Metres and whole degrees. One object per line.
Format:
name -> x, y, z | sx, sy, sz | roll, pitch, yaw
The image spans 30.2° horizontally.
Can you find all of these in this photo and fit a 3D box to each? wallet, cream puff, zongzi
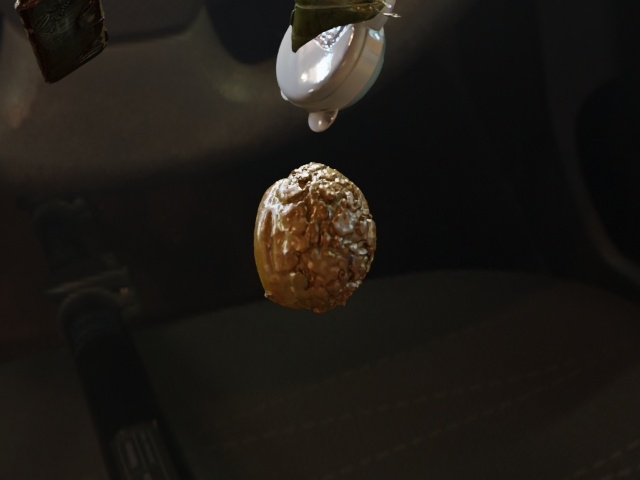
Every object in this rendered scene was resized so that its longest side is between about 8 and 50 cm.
wallet -> -0.353, -0.303, 1.650 | 0.122, 0.232, 0.031 | -40, 76, -14
cream puff -> 0.000, 0.000, 1.287 | 0.115, 0.165, 0.150 | 4, 27, 31
zongzi -> 0.034, -0.272, 1.494 | 0.154, 0.130, 0.062 | 23, 37, 19

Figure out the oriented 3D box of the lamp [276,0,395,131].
lamp -> 0.033, -0.283, 1.693 | 0.108, 0.246, 0.179 | 15, 23, -40
